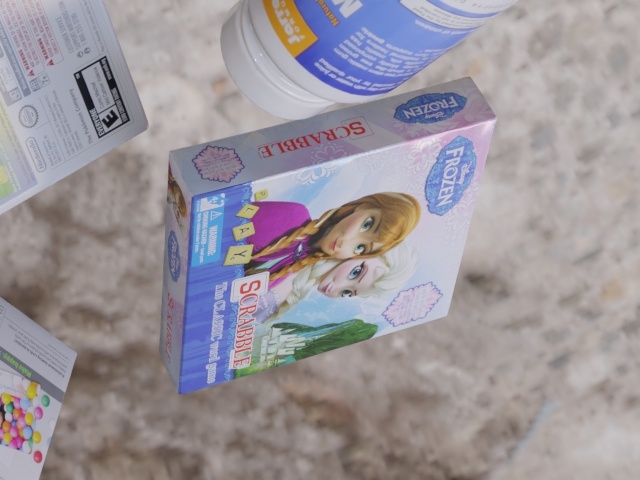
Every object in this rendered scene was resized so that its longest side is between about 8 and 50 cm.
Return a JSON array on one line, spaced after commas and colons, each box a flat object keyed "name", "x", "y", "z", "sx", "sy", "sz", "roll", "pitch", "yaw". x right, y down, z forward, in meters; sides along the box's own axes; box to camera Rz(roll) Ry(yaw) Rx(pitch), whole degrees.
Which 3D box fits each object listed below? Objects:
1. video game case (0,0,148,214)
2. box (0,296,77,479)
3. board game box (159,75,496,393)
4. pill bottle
[{"name": "video game case", "x": -0.336, "y": -0.163, "z": 1.710, "sx": 0.300, "sy": 0.036, "sz": 0.329, "roll": -32, "pitch": 134, "yaw": -16}, {"name": "box", "x": -0.310, "y": 0.153, "z": 1.702, "sx": 0.038, "sy": 0.186, "sz": 0.145, "roll": -10, "pitch": 142, "yaw": 36}, {"name": "board game box", "x": 0.000, "y": 0.000, "z": 1.828, "sx": 0.318, "sy": 0.066, "sz": 0.318, "roll": -16, "pitch": 144, "yaw": -19}, {"name": "pill bottle", "x": 0.040, "y": -0.195, "z": 1.368, "sx": 0.152, "sy": 0.152, "sz": 0.272, "roll": 14, "pitch": 151, "yaw": -32}]
